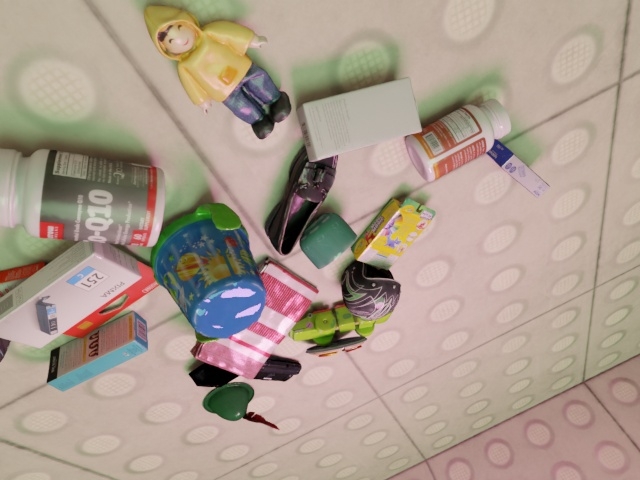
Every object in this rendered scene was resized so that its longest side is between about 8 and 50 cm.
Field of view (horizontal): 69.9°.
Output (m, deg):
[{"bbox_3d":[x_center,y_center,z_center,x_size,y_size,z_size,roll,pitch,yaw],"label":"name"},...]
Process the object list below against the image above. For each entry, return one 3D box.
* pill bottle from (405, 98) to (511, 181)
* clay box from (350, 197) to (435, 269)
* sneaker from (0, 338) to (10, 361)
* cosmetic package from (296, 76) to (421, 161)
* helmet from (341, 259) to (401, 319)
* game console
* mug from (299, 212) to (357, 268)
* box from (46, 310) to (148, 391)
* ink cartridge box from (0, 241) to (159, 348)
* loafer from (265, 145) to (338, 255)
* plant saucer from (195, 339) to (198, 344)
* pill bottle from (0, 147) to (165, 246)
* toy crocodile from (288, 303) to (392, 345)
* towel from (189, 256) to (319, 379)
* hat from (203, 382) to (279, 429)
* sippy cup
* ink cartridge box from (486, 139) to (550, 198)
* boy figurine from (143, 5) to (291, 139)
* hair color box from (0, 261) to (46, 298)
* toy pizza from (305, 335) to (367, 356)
[{"bbox_3d":[0.318,-0.236,1.062,0.216,0.121,0.121,-28,135,3],"label":"pill bottle"},{"bbox_3d":[0.200,-0.024,1.253,0.128,0.053,0.222,19,119,-35],"label":"clay box"},{"bbox_3d":[-0.783,0.180,0.983,0.101,0.106,0.267,-29,134,6],"label":"sneaker"},{"bbox_3d":[0.078,-0.247,0.945,0.231,0.085,0.117,-16,101,-10],"label":"cosmetic package"},{"bbox_3d":[0.144,0.146,1.307,0.170,0.161,0.169,-12,134,-13],"label":"helmet"},{"bbox_3d":[-0.219,0.418,1.469,0.213,0.043,0.361,-35,143,28],"label":"game console"},{"bbox_3d":[0.001,0.001,1.138,0.158,0.129,0.097,-37,98,22],"label":"mug"},{"bbox_3d":[-0.567,0.283,1.171,0.245,0.100,0.060,-26,136,1],"label":"box"},{"bbox_3d":[-0.530,0.139,1.038,0.296,0.066,0.261,-34,146,6],"label":"ink cartridge box"},{"bbox_3d":[-0.033,-0.093,1.059,0.109,0.095,0.302,12,125,-30],"label":"loafer"},{"bbox_3d":[-0.250,0.265,1.330,0.189,0.045,0.188,5,128,-26],"label":"plant saucer"},{"bbox_3d":[-0.447,-0.078,0.849,0.284,0.161,0.161,6,128,-28],"label":"pill bottle"},{"bbox_3d":[0.066,0.243,1.413,0.341,0.105,0.115,-11,145,-7],"label":"toy crocodile"},{"bbox_3d":[-0.168,0.226,1.265,0.329,0.037,0.237,-52,133,0],"label":"towel"},{"bbox_3d":[-0.282,0.593,1.518,0.173,0.183,0.208,23,118,-36],"label":"hat"},{"bbox_3d":[-0.235,0.087,1.021,0.240,0.224,0.305,-34,137,-8],"label":"sippy cup"},{"bbox_3d":[0.513,-0.190,1.204,0.207,0.097,0.046,23,118,-37],"label":"ink cartridge box"},{"bbox_3d":[-0.173,-0.308,0.808,0.177,0.092,0.285,-38,137,16],"label":"boy figurine"},{"bbox_3d":[-0.665,0.099,1.001,0.141,0.043,0.071,-14,134,-13],"label":"hair color box"},{"bbox_3d":[0.052,0.341,1.457,0.202,0.032,0.201,-12,174,-1],"label":"toy pizza"}]
